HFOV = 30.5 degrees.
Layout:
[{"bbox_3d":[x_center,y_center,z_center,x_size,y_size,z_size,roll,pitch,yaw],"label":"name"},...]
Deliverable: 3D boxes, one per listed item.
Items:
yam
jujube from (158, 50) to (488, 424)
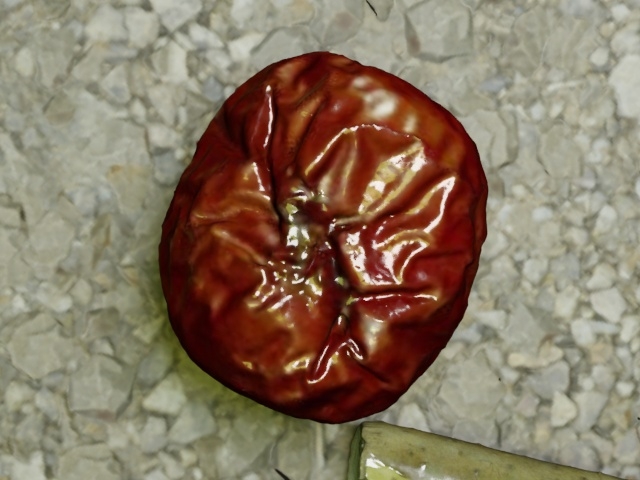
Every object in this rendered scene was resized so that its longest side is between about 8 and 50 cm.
[{"bbox_3d":[0.202,0.209,0.890,0.371,0.083,0.083,15,95,-3],"label":"yam"},{"bbox_3d":[0.000,0.000,0.798,0.213,0.213,0.232,26,89,-7],"label":"jujube"}]
